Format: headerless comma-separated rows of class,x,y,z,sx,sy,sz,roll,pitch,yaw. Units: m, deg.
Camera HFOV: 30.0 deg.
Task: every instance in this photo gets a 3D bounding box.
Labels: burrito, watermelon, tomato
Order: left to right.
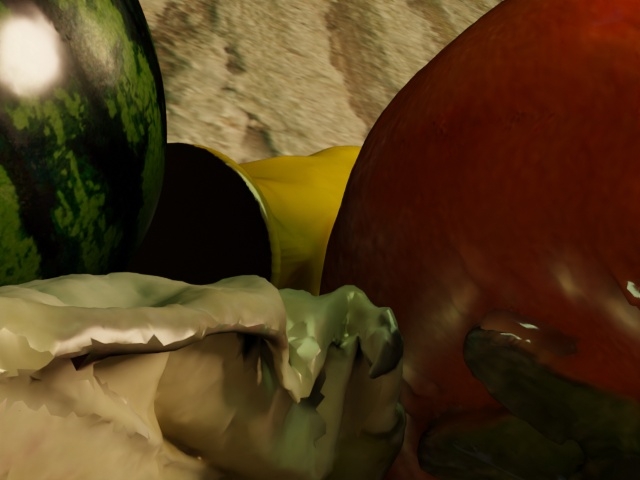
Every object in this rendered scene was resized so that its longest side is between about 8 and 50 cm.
watermelon,-0.193,-0.053,0.498,0.269,0.269,0.269,19,27,-10
burrito,-0.120,0.087,0.376,0.135,0.190,0.332,30,21,38
tomato,0.174,0.036,0.512,0.341,0.341,0.273,33,47,18

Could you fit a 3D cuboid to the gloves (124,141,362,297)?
gloves,0.001,0.001,0.748,0.294,0.116,0.133,-6,66,-59
